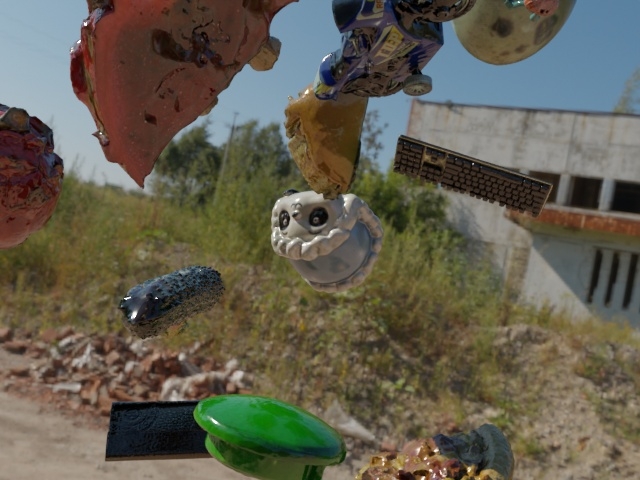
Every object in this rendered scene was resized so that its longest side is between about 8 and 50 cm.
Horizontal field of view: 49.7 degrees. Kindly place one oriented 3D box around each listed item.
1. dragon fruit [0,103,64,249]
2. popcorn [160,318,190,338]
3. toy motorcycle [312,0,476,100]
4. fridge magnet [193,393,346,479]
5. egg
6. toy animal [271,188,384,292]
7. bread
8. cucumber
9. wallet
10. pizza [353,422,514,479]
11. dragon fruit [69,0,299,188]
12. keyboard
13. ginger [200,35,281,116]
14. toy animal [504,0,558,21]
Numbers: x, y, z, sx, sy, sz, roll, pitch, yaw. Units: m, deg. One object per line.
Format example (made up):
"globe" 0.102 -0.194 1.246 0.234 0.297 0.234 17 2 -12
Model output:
"dragon fruit" -0.648 -0.122 1.356 0.278 0.277 0.342 11 -37 -34
"popcorn" -0.350 0.168 1.557 0.089 0.097 0.109 8 -45 35
"toy motorcycle" 0.075 -0.265 0.926 0.169 0.113 0.315 2 -15 -16
"fridge magnet" -0.067 0.257 0.911 0.208 0.088 0.208 17 -3 1
"egg" 0.510 -0.671 1.838 0.345 0.427 0.345 12 -17 4
"toy animal" 0.000 0.000 1.348 0.208 0.155 0.204 0 -31 35
"bread" 0.001 -0.206 1.191 0.133 0.251 0.174 12 -8 -9
"cucumber" -0.249 0.097 1.150 0.096 0.096 0.359 10 3 7
"wallet" -0.272 0.351 1.295 0.243 0.039 0.132 1 39 -10
"pizza" 0.188 0.426 1.208 0.409 0.113 0.278 -15 5 -39
"dragon fruit" -0.157 -0.216 0.621 0.134 0.262 0.211 36 -10 29
"keyboard" 0.298 -0.125 1.391 0.317 0.027 0.106 19 -35 13
"ginger" -0.161 -0.226 0.914 0.259 0.149 0.065 -14 38 -44
"toy animal" 0.431 -0.485 1.280 0.103 0.100 0.208 52 -25 -2
